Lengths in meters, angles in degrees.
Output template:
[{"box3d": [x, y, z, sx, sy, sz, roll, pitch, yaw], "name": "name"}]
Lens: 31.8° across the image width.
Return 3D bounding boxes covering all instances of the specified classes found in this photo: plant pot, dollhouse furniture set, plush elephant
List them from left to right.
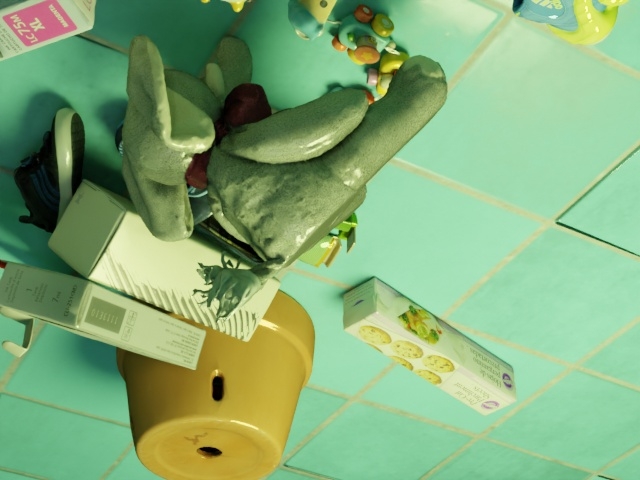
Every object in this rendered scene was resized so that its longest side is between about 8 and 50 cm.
[{"box3d": [-0.152, 0.215, 1.589, 0.291, 0.203, 0.291, 0, 141, 0], "name": "plant pot"}, {"box3d": [-0.086, -0.100, 1.167, 0.255, 0.330, 0.272, 44, 149, 4], "name": "plush elephant"}, {"box3d": [0.000, 0.000, 1.440, 0.076, 0.058, 0.151, 14, 138, -16], "name": "dollhouse furniture set"}]

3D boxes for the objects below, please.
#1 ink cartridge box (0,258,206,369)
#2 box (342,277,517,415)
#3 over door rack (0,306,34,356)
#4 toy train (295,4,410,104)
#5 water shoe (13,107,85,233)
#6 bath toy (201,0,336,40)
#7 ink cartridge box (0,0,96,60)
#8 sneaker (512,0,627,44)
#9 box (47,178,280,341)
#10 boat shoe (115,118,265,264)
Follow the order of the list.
[{"box3d": [-0.309, 0.084, 1.398, 0.239, 0.060, 0.275, 11, 169, 26], "name": "ink cartridge box"}, {"box3d": [0.163, 0.158, 1.628, 0.067, 0.063, 0.324, -30, 132, 33], "name": "box"}, {"box3d": [-0.545, 0.065, 1.458, 0.324, 0.108, 0.239, 42, 127, -14], "name": "over door rack"}, {"box3d": [0.039, -0.179, 1.233, 0.125, 0.046, 0.166, -13, 139, 14], "name": "toy train"}, {"box3d": [-0.327, -0.077, 1.336, 0.080, 0.073, 0.203, 10, 138, -5], "name": "water shoe"}, {"box3d": [-0.144, -0.281, 0.945, 0.348, 0.151, 0.129, 16, 119, -19], "name": "bath toy"}, {"box3d": [-0.349, -0.233, 1.057, 0.311, 0.185, 0.065, -17, 140, 20], "name": "ink cartridge box"}, {"box3d": [0.254, -0.284, 1.073, 0.126, 0.091, 0.240, 8, 141, -8], "name": "sneaker"}, {"box3d": [-0.184, 0.029, 1.373, 0.275, 0.113, 0.094, 27, 93, -45], "name": "box"}, {"box3d": [-0.133, -0.060, 1.343, 0.258, 0.089, 0.109, 31, 131, -32], "name": "boat shoe"}]
